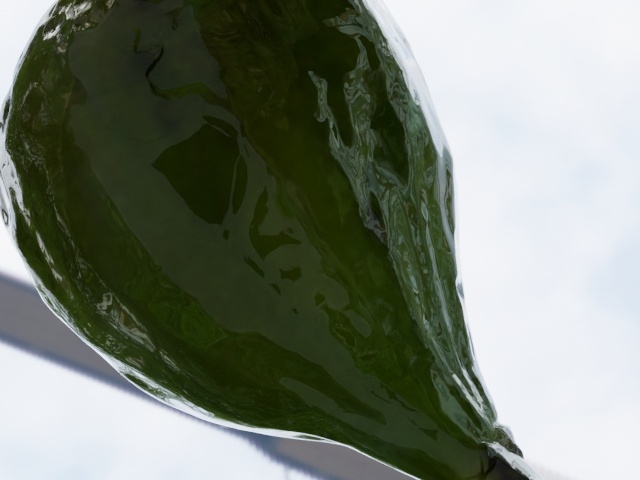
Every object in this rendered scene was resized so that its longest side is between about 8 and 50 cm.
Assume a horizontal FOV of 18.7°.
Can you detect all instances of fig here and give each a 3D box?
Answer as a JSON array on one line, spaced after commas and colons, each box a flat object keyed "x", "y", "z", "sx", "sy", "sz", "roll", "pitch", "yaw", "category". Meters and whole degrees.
[{"x": -0.022, "y": -0.018, "z": 0.907, "sx": 0.233, "sy": 0.233, "sz": 0.314, "roll": -53, "pitch": -138, "yaw": 6, "category": "fig"}]
